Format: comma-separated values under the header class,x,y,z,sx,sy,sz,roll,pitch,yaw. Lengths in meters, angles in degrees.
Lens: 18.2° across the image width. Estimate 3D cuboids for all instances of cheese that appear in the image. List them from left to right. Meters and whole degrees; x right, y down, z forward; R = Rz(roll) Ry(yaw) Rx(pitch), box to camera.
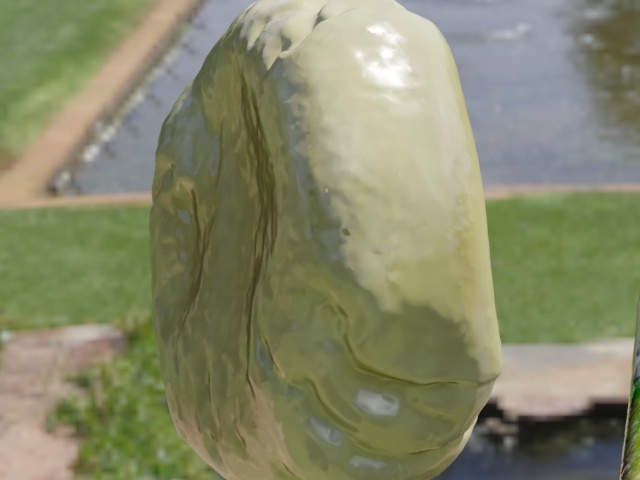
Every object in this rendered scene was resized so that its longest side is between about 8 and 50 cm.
class,x,y,z,sx,sy,sz,roll,pitch,yaw
cheese,0.000,0.000,0.862,0.117,0.226,0.214,-2,2,-20

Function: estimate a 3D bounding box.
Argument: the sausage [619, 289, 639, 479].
class,x,y,z,sx,sy,sz,roll,pitch,yaw
sausage,0.099,0.043,0.540,0.033,0.033,0.269,1,16,11
